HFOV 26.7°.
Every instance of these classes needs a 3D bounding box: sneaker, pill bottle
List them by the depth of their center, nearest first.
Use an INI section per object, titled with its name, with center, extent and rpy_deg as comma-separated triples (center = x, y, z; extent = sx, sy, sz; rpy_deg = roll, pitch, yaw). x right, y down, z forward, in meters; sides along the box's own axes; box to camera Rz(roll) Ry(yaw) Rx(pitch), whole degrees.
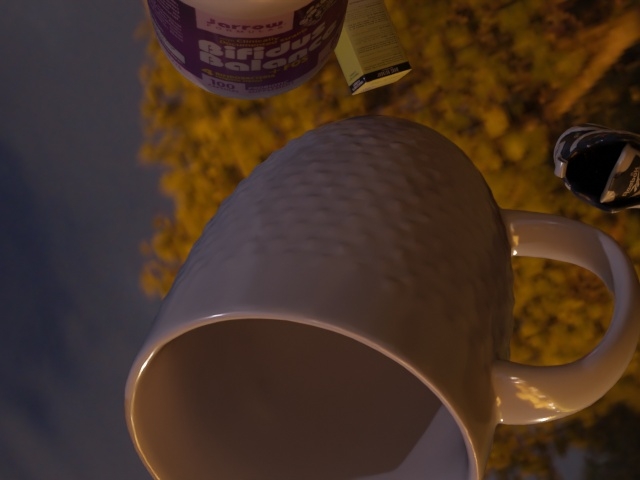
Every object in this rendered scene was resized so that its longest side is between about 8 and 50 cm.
[pill bottle]
center = -0.056, -0.227, 1.025
extent = 0.301, 0.169, 0.169
rpy_deg = 99, 150, -78
[sneaker]
center = 0.355, -0.065, 1.425
extent = 0.153, 0.235, 0.094
rpy_deg = -34, -39, -64

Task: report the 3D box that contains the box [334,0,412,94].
[box]
center = 0.046, -0.335, 1.956
extent = 0.058, 0.087, 0.232
rpy_deg = -28, 84, 63

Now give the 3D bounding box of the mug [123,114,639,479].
[mug]
center = 0.070, 0.056, 1.095
extent = 0.328, 0.374, 0.276
rpy_deg = -67, -28, -48
